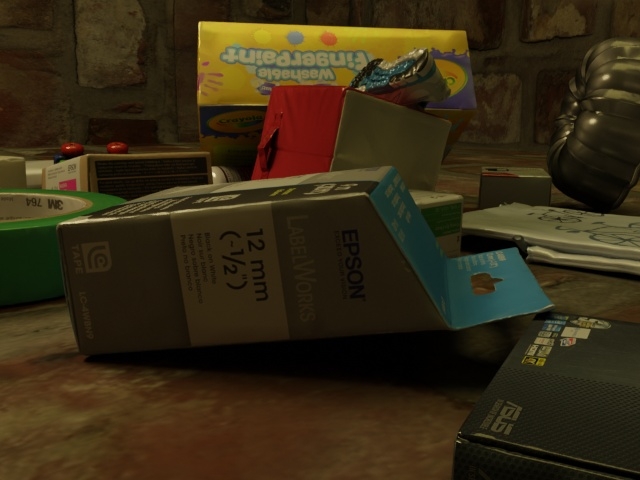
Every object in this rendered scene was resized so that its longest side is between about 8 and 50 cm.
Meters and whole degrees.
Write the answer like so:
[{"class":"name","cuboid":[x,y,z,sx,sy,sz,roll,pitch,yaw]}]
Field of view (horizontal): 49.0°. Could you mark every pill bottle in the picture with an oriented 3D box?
[{"class":"pill bottle","cuboid":[-0.154,-0.084,1.193,0.152,0.086,0.086,-7,14,-35]}]

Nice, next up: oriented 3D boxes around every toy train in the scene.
[{"class":"toy train","cuboid":[-0.378,-0.125,1.367,0.247,0.105,0.143,-5,23,-30]}]

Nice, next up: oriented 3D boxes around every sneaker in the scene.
[{"class":"sneaker","cuboid":[0.106,-0.207,0.973,0.083,0.071,0.190,40,-12,-27]}]

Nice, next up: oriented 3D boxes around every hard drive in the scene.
[{"class":"hard drive","cuboid":[-0.572,-0.157,1.625,0.233,0.047,0.353,12,15,42]}]

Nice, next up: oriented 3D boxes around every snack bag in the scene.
[{"class":"snack bag","cuboid":[0.359,-0.009,0.992,0.342,0.037,0.323,11,14,38]}]

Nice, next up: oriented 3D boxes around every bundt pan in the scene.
[{"class":"bundt pan","cuboid":[0.510,-0.221,1.281,0.124,0.331,0.331,17,13,6]}]

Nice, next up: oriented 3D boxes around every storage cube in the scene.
[{"class":"storage cube","cuboid":[0.035,-0.104,0.980,0.214,0.184,0.193,11,5,-34]}]

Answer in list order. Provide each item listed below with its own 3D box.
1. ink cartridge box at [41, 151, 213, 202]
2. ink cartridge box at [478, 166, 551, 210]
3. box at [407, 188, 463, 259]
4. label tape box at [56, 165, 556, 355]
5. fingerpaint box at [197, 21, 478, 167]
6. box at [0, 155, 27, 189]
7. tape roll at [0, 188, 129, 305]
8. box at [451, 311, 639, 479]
[{"class":"ink cartridge box","cuboid":[-0.303,-0.084,1.090,0.193,0.088,0.234,-6,4,-36]},{"class":"ink cartridge box","cuboid":[0.371,-0.099,1.355,0.127,0.072,0.175,3,12,12]},{"class":"box","cuboid":[0.104,-0.013,0.851,0.102,0.087,0.101,12,16,41]},{"class":"label tape box","cuboid":[0.000,0.000,0.602,0.347,0.115,0.249,-7,9,11]},{"class":"fingerpaint box","cuboid":[0.005,-0.216,1.270,0.444,0.163,0.371,-1,-19,-8]},{"class":"box","cuboid":[-0.649,-0.100,1.202,0.275,0.094,0.113,6,12,20]},{"class":"tape roll","cuboid":[-0.375,-0.002,0.776,0.321,0.077,0.321,1,12,0]},{"class":"box","cuboid":[0.184,0.099,0.358,0.183,0.059,0.232,7,12,26]}]
